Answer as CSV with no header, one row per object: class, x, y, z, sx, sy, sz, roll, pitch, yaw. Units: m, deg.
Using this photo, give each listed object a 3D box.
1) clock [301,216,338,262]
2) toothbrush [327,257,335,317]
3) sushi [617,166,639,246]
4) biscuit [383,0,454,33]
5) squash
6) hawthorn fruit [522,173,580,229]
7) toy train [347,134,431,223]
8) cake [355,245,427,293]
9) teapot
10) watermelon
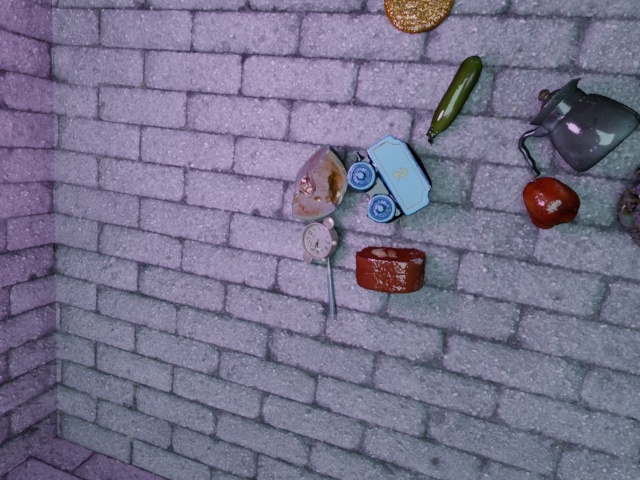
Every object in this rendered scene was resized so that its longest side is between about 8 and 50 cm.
clock,0.000,0.000,1.717,0.156,0.063,0.229,42,119,22
toothbrush,0.043,0.159,1.769,0.030,0.025,0.341,6,103,42
sushi,1.156,-0.108,1.281,0.418,0.176,0.416,3,100,17
biscuit,0.350,-0.864,1.487,0.254,0.035,0.253,3,100,17
squash,0.469,-0.493,1.488,0.087,0.087,0.331,32,109,10
hawthorn fruit,0.775,-0.129,1.414,0.174,0.173,0.179,-15,50,20
toy train,0.258,-0.222,1.556,0.265,0.188,0.300,-31,86,15
cake,0.266,0.108,1.608,0.283,0.177,0.150,5,101,18
teapot,0.807,-0.370,1.370,0.223,0.305,0.285,-39,77,-16
watermelon,0.009,-0.229,1.654,0.175,0.188,0.322,33,126,-19
